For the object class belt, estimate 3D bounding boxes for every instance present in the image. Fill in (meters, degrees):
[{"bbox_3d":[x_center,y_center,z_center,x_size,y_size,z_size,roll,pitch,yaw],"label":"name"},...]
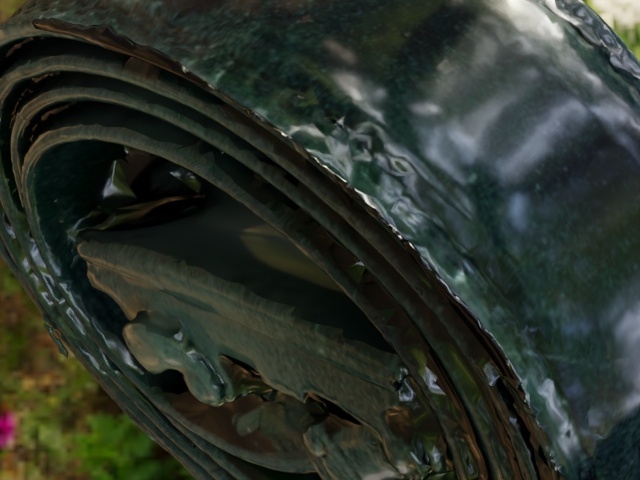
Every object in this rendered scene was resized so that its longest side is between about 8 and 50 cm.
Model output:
[{"bbox_3d":[0.000,0.000,0.479,0.116,0.267,0.206,-39,137,-28],"label":"belt"}]
